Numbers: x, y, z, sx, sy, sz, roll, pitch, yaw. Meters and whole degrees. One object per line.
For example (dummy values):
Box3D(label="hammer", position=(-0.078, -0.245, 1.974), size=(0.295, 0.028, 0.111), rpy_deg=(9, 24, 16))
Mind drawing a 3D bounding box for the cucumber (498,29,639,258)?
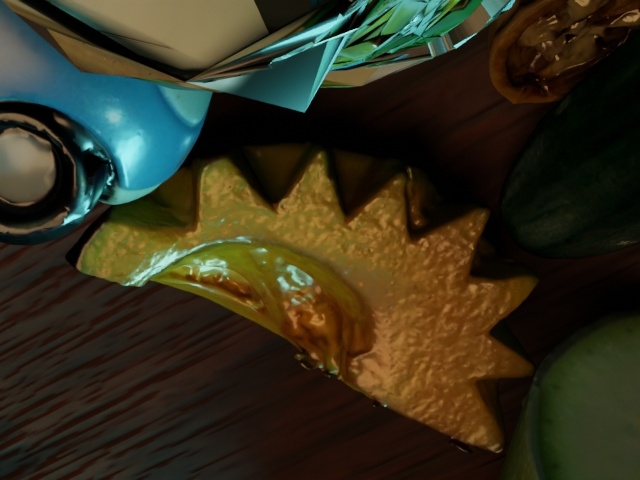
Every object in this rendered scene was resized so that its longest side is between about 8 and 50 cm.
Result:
Box3D(label="cucumber", position=(0.185, -0.051, 0.949), size=(0.115, 0.063, 0.244), rpy_deg=(20, 138, -30))

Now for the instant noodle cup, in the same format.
Box3D(label="instant noodle cup", position=(-0.026, -0.159, 0.731), size=(0.240, 0.178, 0.240), rpy_deg=(4, 103, 16))

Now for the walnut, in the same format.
Box3D(label="walnut", position=(0.128, -0.118, 0.937), size=(0.091, 0.052, 0.121), rpy_deg=(14, 140, -43))

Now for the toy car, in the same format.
Box3D(label="toy car", position=(-0.151, -0.136, 0.924), size=(0.255, 0.188, 0.190), rpy_deg=(36, 119, -12))

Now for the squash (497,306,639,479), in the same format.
Box3D(label="squash", position=(0.193, 0.260, 1.074), size=(0.263, 0.263, 0.384), rpy_deg=(16, 128, 3))

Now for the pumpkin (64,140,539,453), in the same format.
Box3D(label="pumpkin", position=(0.000, 0.000, 1.048), size=(0.254, 0.149, 0.130), rpy_deg=(23, 99, -13))
